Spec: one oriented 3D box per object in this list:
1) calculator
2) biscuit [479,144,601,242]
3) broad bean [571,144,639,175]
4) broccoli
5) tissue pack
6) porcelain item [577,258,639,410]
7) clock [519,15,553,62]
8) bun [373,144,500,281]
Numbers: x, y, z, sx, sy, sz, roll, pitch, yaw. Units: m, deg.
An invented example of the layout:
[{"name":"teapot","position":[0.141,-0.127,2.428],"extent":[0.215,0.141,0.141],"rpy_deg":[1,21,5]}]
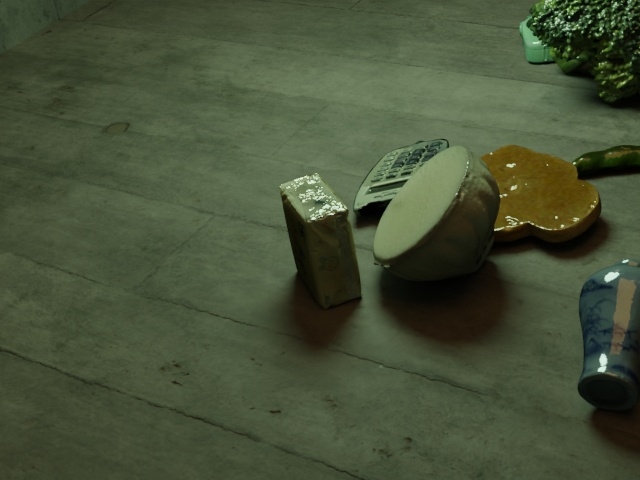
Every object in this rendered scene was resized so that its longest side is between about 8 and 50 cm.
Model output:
[{"name":"calculator","position":[0.167,-0.134,2.057],"extent":[0.177,0.040,0.268],"rpy_deg":[-10,32,31]},{"name":"biscuit","position":[0.361,-0.084,1.968],"extent":[0.269,0.051,0.376],"rpy_deg":[-35,40,-27]},{"name":"broad bean","position":[0.610,-0.163,2.031],"extent":[0.255,0.046,0.065],"rpy_deg":[-7,41,5]},{"name":"broccoli","position":[0.630,-0.432,2.247],"extent":[0.375,0.302,0.249],"rpy_deg":[4,52,-24]},{"name":"tissue pack","position":[0.000,0.000,1.801],"extent":[0.092,0.196,0.148],"rpy_deg":[-19,36,-14]},{"name":"porcelain item","position":[0.463,0.136,1.568],"extent":[0.141,0.141,0.259],"rpy_deg":[6,45,20]},{"name":"clock","position":[0.573,-0.513,2.522],"extent":[0.160,0.066,0.210],"rpy_deg":[-6,34,4]},{"name":"bun","position":[0.232,-0.021,1.807],"extent":[0.263,0.175,0.263],"rpy_deg":[-47,20,23]}]
